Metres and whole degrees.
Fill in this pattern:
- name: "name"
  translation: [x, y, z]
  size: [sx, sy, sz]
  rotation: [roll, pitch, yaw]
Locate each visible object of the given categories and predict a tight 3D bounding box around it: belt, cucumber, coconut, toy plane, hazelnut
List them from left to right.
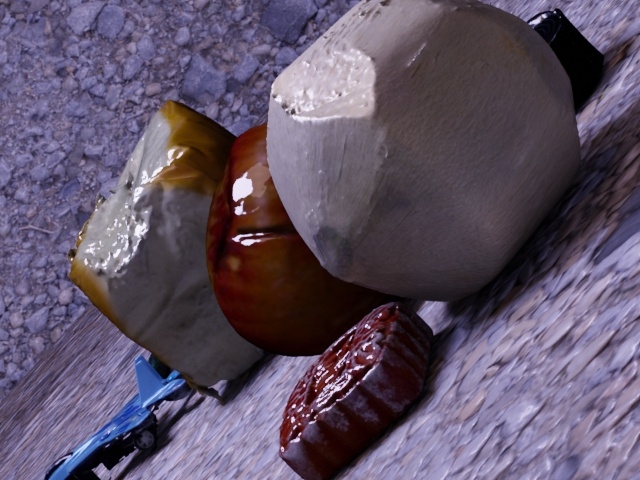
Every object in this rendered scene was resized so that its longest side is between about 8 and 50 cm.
- name: "toy plane"
  translation: [-0.246, 0.239, 2.092]
  size: [0.246, 0.078, 0.169]
  rotation: [-51, 9, -1]
- name: "cucumber"
  translation: [-0.213, 0.172, 2.355]
  size: [0.032, 0.032, 0.133]
  rotation: [-46, 8, 5]
- name: "hazelnut"
  translation: [0.000, 0.000, 1.676]
  size: [0.229, 0.229, 0.229]
  rotation: [-45, 10, 10]
- name: "coconut"
  translation: [0.072, -0.071, 1.470]
  size: [0.247, 0.245, 0.245]
  rotation: [-45, 7, -29]
- name: "belt"
  translation: [0.180, -0.129, 1.725]
  size: [0.198, 0.078, 0.151]
  rotation: [-40, 16, 23]

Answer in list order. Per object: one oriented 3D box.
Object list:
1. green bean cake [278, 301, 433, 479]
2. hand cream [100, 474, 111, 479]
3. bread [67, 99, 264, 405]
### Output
- name: "green bean cake"
  translation: [0.027, 0.119, 1.443]
  size: [0.135, 0.056, 0.135]
  rotation: [-43, 9, 21]
- name: "hand cream"
  translation: [-0.347, 0.355, 2.169]
  size: [0.234, 0.050, 0.080]
  rotation: [-36, 10, 25]
- name: "bread"
  translation: [-0.134, -0.006, 1.985]
  size: [0.225, 0.250, 0.279]
  rotation: [-40, 25, 13]
